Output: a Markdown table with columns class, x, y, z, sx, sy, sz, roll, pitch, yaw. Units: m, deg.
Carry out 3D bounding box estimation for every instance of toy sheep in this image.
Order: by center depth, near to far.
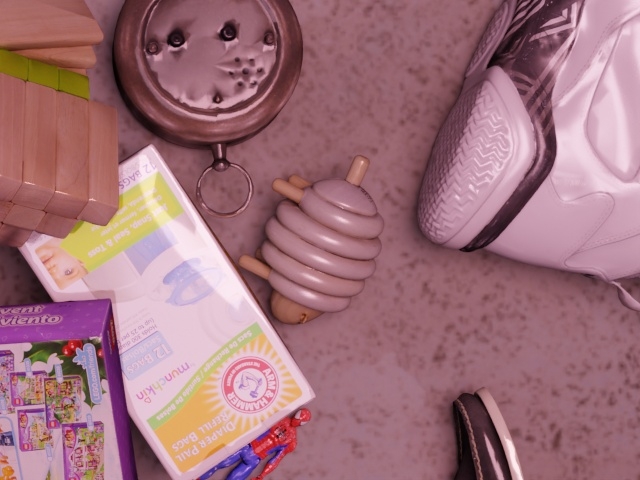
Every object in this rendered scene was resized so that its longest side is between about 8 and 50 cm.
| class | x | y | z | sx | sy | sz | roll | pitch | yaw |
| --- | --- | --- | --- | --- | --- | --- | --- | --- | --- |
| toy sheep | 0.000 | 0.000 | 1.040 | 0.091 | 0.091 | 0.132 | 21 | 108 | -7 |

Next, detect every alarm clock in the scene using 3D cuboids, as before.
| class | x | y | z | sx | sy | sz | roll | pitch | yaw |
| --- | --- | --- | --- | --- | --- | --- | --- | --- | --- |
| alarm clock | -0.075 | -0.111 | 1.031 | 0.129 | 0.064 | 0.192 | -8 | 91 | -10 |

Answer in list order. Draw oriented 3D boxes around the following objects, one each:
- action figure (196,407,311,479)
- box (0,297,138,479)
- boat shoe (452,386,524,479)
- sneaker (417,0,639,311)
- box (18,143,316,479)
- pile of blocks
| class | x | y | z | sx | sy | sz | roll | pitch | yaw |
| --- | --- | --- | --- | --- | --- | --- | --- | --- | --- |
| action figure | -0.054 | 0.156 | 1.069 | 0.115 | 0.030 | 0.038 | -37 | 91 | -6 |
| box | -0.218 | 0.183 | 0.972 | 0.201 | 0.057 | 0.293 | -4 | 114 | 1 |
| boat shoe | 0.109 | 0.221 | 1.062 | 0.079 | 0.084 | 0.233 | -5 | 96 | -7 |
| sneaker | 0.229 | -0.130 | 1.041 | 0.210 | 0.137 | 0.365 | 25 | 94 | -8 |
| box | -0.105 | 0.048 | 1.019 | 0.114 | 0.103 | 0.203 | -33 | 96 | -4 |
| pile of blocks | -0.245 | -0.135 | 0.982 | 0.149 | 0.112 | 0.362 | -8 | 61 | -43 |
